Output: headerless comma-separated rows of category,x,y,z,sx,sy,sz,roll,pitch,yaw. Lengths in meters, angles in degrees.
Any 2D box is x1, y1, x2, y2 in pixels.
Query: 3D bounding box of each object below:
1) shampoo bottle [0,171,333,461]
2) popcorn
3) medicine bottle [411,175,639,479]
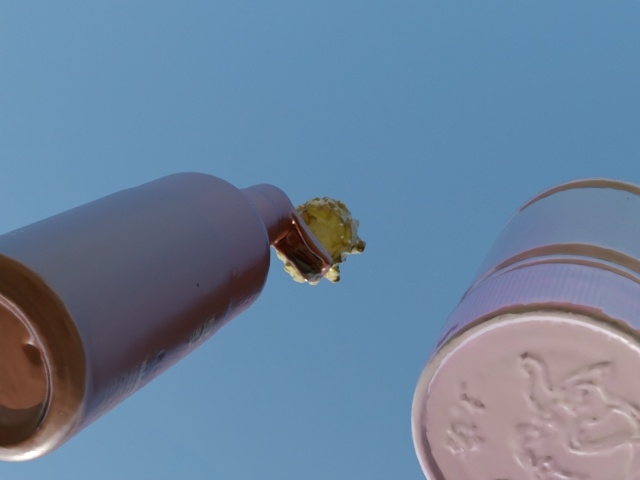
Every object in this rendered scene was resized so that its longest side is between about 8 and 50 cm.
shampoo bottle,-0.072,0.014,0.456,0.085,0.244,0.085,6,-74,23
popcorn,0.000,0.000,0.907,0.083,0.057,0.082,6,-91,-7
medicine bottle,0.205,0.083,0.785,0.202,0.316,0.202,8,-68,20
